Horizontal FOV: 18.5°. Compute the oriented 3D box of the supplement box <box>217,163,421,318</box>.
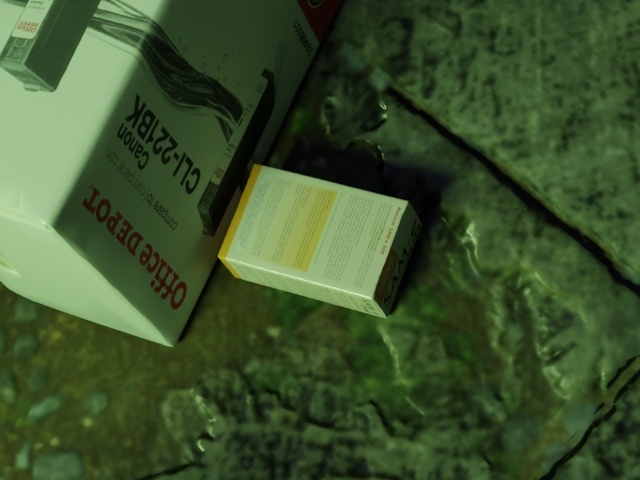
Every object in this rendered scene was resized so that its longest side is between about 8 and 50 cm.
[{"bbox_3d":[0.000,0.000,1.114,0.098,0.036,0.062,15,73,22],"label":"supplement box"}]

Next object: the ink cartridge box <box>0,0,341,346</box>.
[{"bbox_3d":[-0.102,-0.103,1.097,0.114,0.197,0.273,20,75,22],"label":"ink cartridge box"}]
